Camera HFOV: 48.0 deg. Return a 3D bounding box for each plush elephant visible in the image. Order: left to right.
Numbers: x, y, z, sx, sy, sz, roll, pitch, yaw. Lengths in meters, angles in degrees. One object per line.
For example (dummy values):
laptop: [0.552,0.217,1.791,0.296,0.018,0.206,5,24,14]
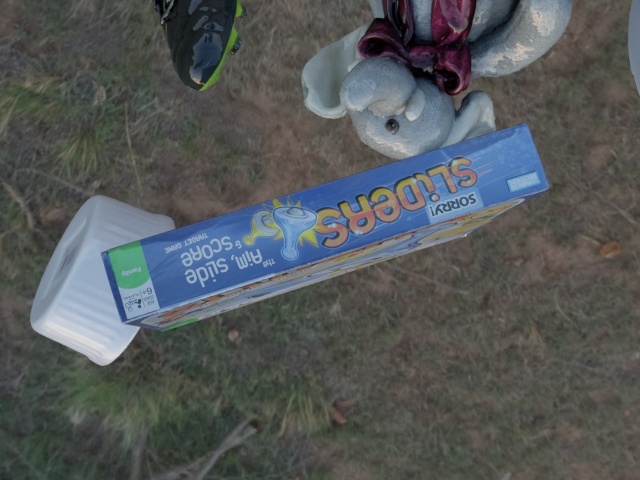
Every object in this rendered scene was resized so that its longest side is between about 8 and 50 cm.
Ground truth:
plush elephant: [0.098,-0.199,0.737,0.272,0.330,0.255,28,93,22]

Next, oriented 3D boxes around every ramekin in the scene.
ramekin: [-0.372,0.058,1.209,0.135,0.277,0.277,27,116,-26]

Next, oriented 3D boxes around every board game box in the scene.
board game box: [0.000,0.000,0.382,0.201,0.136,0.035,-17,83,-7]

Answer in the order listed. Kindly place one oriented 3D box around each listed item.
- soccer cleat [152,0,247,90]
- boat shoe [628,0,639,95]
soccer cleat: [-0.088,-0.164,0.427,0.072,0.178,0.060,13,144,-33]
boat shoe: [0.395,-0.134,0.688,0.105,0.113,0.306,-14,82,-24]
